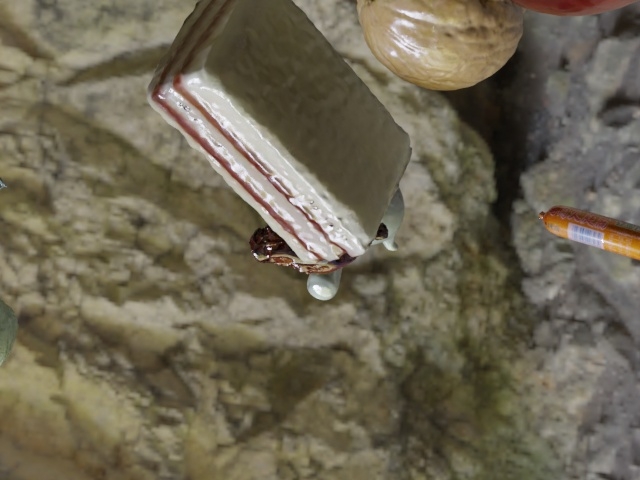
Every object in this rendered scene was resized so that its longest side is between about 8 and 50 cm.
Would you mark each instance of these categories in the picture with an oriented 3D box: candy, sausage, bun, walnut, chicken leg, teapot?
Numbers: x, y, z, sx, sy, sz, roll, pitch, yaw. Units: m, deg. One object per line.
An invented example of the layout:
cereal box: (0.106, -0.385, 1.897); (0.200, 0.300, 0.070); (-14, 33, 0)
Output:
candy: (-0.039, -0.141, 1.323); (0.135, 0.321, 0.179); (-12, 40, 46)
sausage: (0.500, 0.002, 1.754); (0.053, 0.347, 0.053); (-27, -54, -44)
bun: (-0.592, 0.180, 1.849); (0.118, 0.195, 0.195); (52, -163, -22)
walnut: (0.225, -0.427, 2.005); (0.333, 0.332, 0.333); (-172, 90, -86)
chicken leg: (-0.003, 0.006, 1.578); (0.053, 0.205, 0.093); (26, 106, 63)
teapot: (0.027, -0.048, 1.960); (0.149, 0.220, 0.318); (-53, -11, 32)

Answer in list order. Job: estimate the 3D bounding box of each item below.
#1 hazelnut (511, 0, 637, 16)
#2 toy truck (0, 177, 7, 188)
hazelnut: (0.374, -0.498, 1.456); (0.429, 0.402, 0.402); (-61, 12, 24)
toy truck: (-0.614, -0.082, 1.782); (0.080, 0.177, 0.115); (45, 170, 40)
